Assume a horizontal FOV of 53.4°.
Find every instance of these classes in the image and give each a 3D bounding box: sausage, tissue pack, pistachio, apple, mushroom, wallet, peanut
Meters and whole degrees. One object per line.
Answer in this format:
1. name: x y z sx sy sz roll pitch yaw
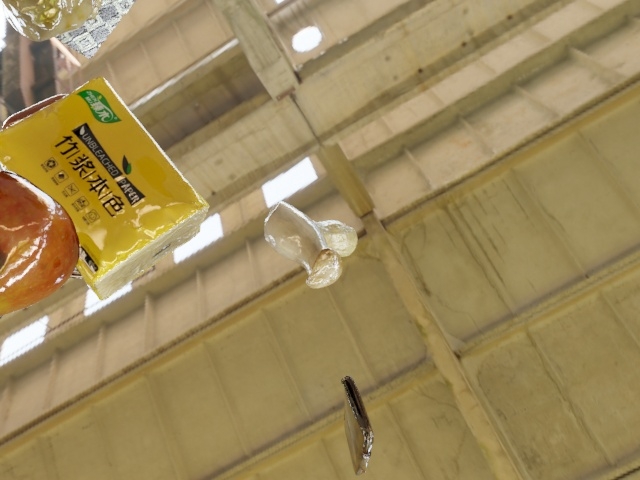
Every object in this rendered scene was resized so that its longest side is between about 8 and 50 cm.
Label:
1. sausage: -0.684 -0.300 1.567 0.194 0.077 0.077 -30 -133 -15
2. tissue pack: -0.474 -0.112 1.385 0.293 0.228 0.382 -37 -97 -20
3. pistachio: -0.530 -0.494 1.186 0.197 0.166 0.288 -44 -115 30
4. apple: -0.499 0.014 0.979 0.229 0.230 0.230 -14 -127 20
5. mushroom: -0.040 0.005 1.237 0.097 0.088 0.212 -44 -119 3
6. wallet: 0.071 0.380 1.272 0.031 0.255 0.137 -13 -123 -7
7. peanut: 0.000 0.000 1.785 0.123 0.256 0.124 -10 -104 50

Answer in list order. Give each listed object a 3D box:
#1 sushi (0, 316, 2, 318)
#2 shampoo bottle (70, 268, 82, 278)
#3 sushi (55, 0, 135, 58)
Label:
1. sushi: -0.777 0.039 1.261 0.170 0.350 0.211 -12 -127 56
2. shampoo bottle: -0.622 -0.039 1.716 0.129 0.084 0.323 14 -139 -7
3. sushi: -0.651 -0.632 1.686 0.264 0.290 0.050 -42 -126 18
